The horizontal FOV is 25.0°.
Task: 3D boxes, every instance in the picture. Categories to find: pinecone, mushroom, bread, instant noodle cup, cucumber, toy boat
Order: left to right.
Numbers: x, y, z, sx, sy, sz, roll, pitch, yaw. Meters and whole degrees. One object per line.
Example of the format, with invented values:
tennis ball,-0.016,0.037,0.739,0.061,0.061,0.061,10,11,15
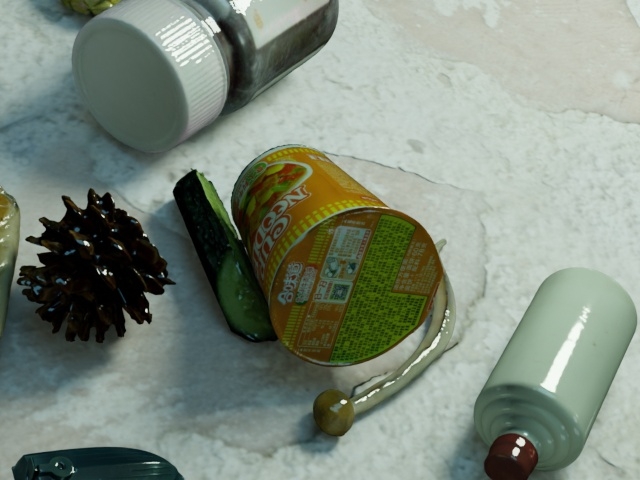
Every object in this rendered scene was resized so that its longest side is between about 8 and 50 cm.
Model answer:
bread,-0.308,0.029,1.281,0.073,0.053,0.214,11,41,-14
pinecone,-0.200,0.028,1.264,0.121,0.140,0.140,-42,66,-12
toy boat,-0.173,0.195,1.159,0.141,0.060,0.055,0,45,-29
cucumber,-0.098,0.005,1.374,0.046,0.070,0.220,-26,52,-2
instant noodle cup,0.000,0.000,1.335,0.168,0.168,0.185,-4,30,-22
mushroom,0.083,0.089,1.373,0.068,0.043,0.306,45,44,-1

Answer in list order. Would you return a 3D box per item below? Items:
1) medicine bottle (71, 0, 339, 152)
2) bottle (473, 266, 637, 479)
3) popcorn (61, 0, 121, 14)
medicine bottle,-0.115,-0.216,1.513,0.165,0.165,0.273,35,45,16
bottle,0.210,0.132,1.322,0.104,0.104,0.245,28,43,9
popcorn,-0.247,-0.295,1.610,0.097,0.089,0.109,-8,52,-11
